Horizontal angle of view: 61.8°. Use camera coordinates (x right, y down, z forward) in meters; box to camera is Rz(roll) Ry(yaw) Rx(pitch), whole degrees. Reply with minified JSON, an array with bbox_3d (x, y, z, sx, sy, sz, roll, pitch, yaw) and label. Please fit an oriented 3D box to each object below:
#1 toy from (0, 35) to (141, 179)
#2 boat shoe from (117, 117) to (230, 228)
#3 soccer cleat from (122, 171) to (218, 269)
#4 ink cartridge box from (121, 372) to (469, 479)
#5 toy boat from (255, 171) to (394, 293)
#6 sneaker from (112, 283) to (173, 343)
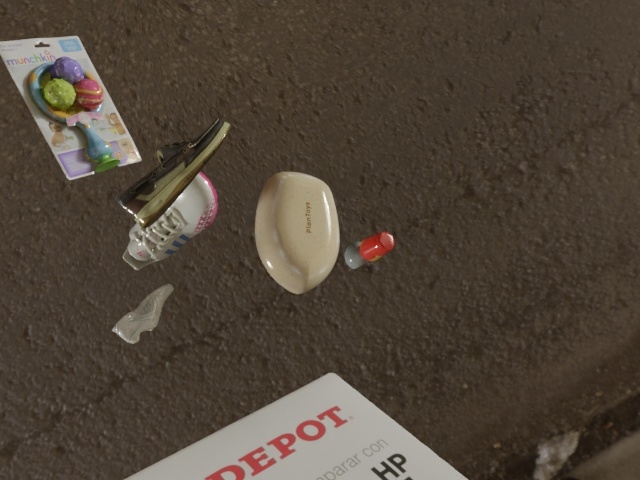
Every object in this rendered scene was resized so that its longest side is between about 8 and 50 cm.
[{"bbox_3d":[-0.388,-0.225,0.855,0.137,0.056,0.237,-29,96,-46],"label":"toy"},{"bbox_3d":[-0.157,-0.083,0.583,0.049,0.056,0.152,40,68,-11],"label":"boat shoe"},{"bbox_3d":[-0.310,-0.025,1.080,0.116,0.331,0.143,45,53,-6],"label":"soccer cleat"},{"bbox_3d":[0.027,0.271,0.236,0.285,0.395,0.166,-16,123,-40],"label":"ink cartridge box"},{"bbox_3d":[0.000,0.000,1.173,0.318,0.148,0.267,13,66,-26],"label":"toy boat"},{"bbox_3d":[-0.357,0.152,1.114,0.061,0.054,0.152,43,57,-1],"label":"sneaker"}]
